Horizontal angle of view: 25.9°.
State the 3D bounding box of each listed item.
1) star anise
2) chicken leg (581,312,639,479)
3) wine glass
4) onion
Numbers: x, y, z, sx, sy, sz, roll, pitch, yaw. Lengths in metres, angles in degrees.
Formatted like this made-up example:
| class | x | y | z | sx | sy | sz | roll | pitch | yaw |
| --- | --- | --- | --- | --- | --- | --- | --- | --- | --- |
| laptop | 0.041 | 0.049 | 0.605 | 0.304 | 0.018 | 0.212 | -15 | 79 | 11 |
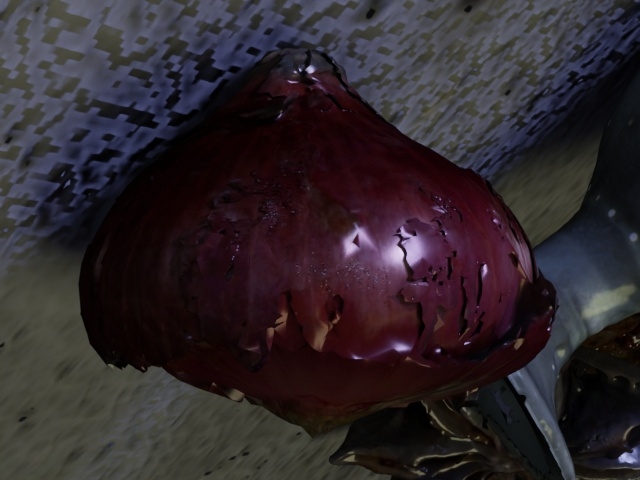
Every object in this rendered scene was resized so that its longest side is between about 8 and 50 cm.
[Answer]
| class | x | y | z | sx | sy | sz | roll | pitch | yaw |
| --- | --- | --- | --- | --- | --- | --- | --- | --- | --- |
| star anise | 0.135 | 0.119 | 0.892 | 0.262 | 0.081 | 0.230 | -26 | 130 | 31 |
| chicken leg | 0.209 | 0.111 | 0.989 | 0.322 | 0.177 | 0.083 | 106 | -2 | -47 |
| wine glass | 0.208 | -0.028 | 0.713 | 0.357 | 0.190 | 0.190 | -31 | 154 | -6 |
| onion | 0.000 | 0.000 | 0.537 | 0.184 | 0.184 | 0.147 | 1 | 92 | -54 |
